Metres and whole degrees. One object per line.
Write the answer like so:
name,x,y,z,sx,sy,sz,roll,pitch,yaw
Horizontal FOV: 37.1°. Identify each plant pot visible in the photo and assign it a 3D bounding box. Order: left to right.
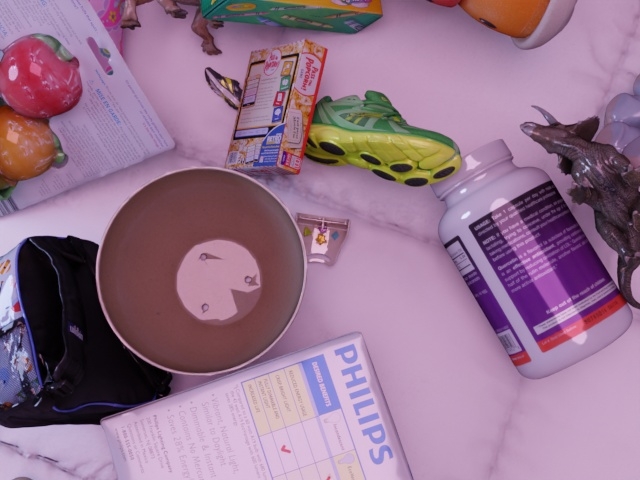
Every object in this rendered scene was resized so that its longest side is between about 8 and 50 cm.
plant pot,-0.157,0.050,1.369,0.284,0.191,0.284,0,83,2

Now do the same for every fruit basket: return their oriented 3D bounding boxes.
fruit basket,-0.436,-0.210,1.368,0.353,0.165,0.327,-22,121,12

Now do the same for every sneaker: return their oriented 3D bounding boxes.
sneaker,-0.147,-0.242,1.492,0.035,0.031,0.083,-42,88,-18
sneaker,0.080,-0.162,1.381,0.296,0.109,0.123,19,68,40

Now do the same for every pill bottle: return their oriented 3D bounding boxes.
pill bottle,0.291,0.023,1.367,0.182,0.181,0.323,-29,83,-2

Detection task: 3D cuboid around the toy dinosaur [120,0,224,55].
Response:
toy dinosaur,-0.201,-0.407,1.428,0.296,0.127,0.200,8,77,-37

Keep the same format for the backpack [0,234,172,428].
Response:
backpack,-0.373,0.130,1.344,0.213,0.276,0.263,-19,74,21

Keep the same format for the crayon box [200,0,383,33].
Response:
crayon box,-0.047,-0.406,1.410,0.279,0.081,0.165,-3,80,-36

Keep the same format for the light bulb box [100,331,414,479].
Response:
light bulb box,-0.058,0.350,1.311,0.361,0.225,0.357,-19,82,-2

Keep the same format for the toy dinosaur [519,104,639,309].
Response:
toy dinosaur,0.398,-0.054,1.289,0.121,0.160,0.313,-33,103,22

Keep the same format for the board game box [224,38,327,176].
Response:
board game box,-0.069,-0.194,1.425,0.045,0.147,0.193,18,82,-36

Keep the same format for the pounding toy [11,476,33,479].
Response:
pounding toy,-0.521,0.441,1.368,0.237,0.110,0.182,-10,83,0

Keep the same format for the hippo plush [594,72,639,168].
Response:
hippo plush,0.569,-0.135,1.396,0.294,0.234,0.236,-38,114,15

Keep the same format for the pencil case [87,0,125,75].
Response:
pencil case,-0.344,-0.363,1.465,0.124,0.124,0.284,6,81,2

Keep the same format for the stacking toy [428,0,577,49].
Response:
stacking toy,0.128,-0.472,1.333,0.480,0.350,0.350,8,83,-3

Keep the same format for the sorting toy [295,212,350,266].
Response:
sorting toy,0.000,0.000,1.450,0.083,0.045,0.075,8,90,2
